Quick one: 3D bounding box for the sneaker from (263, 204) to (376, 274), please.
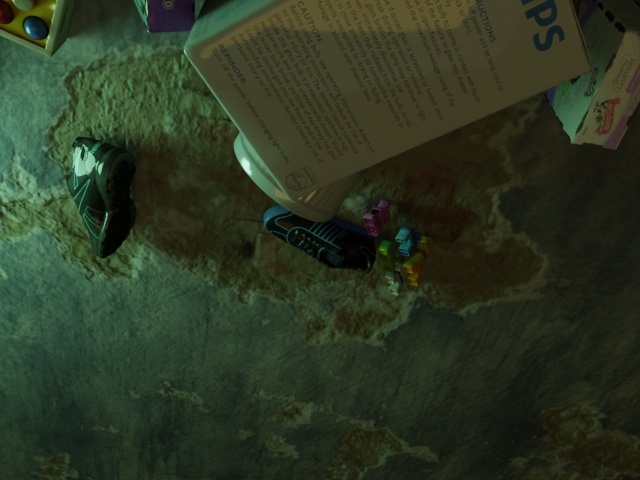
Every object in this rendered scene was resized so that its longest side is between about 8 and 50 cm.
[{"bbox_3d":[0.000,0.000,1.161,0.232,0.090,0.081,14,130,-10],"label":"sneaker"}]

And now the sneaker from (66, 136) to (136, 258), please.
[{"bbox_3d":[-0.410,-0.080,1.124,0.106,0.101,0.267,27,130,8],"label":"sneaker"}]

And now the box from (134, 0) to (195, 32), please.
[{"bbox_3d":[-0.207,-0.397,0.702,0.057,0.293,0.200,-11,134,-20],"label":"box"}]

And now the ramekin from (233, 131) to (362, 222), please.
[{"bbox_3d":[-0.027,-0.140,0.976,0.207,0.207,0.109,32,114,-23],"label":"ramekin"}]

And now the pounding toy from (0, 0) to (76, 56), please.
[{"bbox_3d":[-0.431,-0.359,0.864,0.130,0.100,0.141,22,128,-17],"label":"pounding toy"}]

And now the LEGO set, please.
[{"bbox_3d":[0.169,0.009,1.177,0.087,0.093,0.227,13,144,33],"label":"LEGO set"}]

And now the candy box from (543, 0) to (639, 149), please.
[{"bbox_3d":[0.397,-0.253,0.861,0.070,0.196,0.164,8,131,-5],"label":"candy box"}]

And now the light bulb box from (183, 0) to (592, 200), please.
[{"bbox_3d":[0.072,-0.292,0.735,0.361,0.357,0.225,-22,127,18],"label":"light bulb box"}]
